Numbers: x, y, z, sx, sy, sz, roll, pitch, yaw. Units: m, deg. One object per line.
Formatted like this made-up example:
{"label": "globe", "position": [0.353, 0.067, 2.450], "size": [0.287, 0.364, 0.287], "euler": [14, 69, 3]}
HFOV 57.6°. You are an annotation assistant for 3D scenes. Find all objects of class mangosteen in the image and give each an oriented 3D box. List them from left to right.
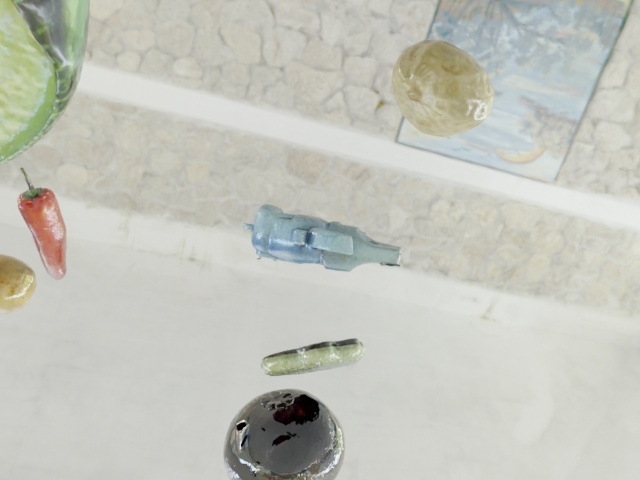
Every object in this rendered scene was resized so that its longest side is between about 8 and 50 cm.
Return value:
{"label": "mangosteen", "position": [-0.073, 0.511, 1.399], "size": [0.313, 0.296, 0.297], "euler": [56, -174, -27]}

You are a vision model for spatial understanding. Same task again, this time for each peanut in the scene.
{"label": "peanut", "position": [0.166, -0.208, 0.809], "size": [0.159, 0.109, 0.140], "euler": [26, 154, -35]}

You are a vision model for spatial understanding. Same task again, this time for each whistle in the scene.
{"label": "whistle", "position": [0.000, 0.000, 0.944], "size": [0.269, 0.093, 0.180], "euler": [8, -176, 10]}

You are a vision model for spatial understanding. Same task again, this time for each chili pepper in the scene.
{"label": "chili pepper", "position": [-0.478, -0.018, 1.017], "size": [0.063, 0.272, 0.071], "euler": [-6, -137, -12]}

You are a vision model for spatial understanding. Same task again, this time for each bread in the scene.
{"label": "bread", "position": [0.004, 0.277, 1.367], "size": [0.286, 0.207, 0.056], "euler": [10, -116, -54]}

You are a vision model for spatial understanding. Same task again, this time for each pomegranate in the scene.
{"label": "pomegranate", "position": [-0.906, 0.127, 1.651], "size": [0.196, 0.196, 0.196], "euler": [15, -158, -6]}

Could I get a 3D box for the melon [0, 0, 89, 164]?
{"label": "melon", "position": [-0.319, -0.190, 0.449], "size": [0.343, 0.331, 0.226], "euler": [16, 179, 7]}
